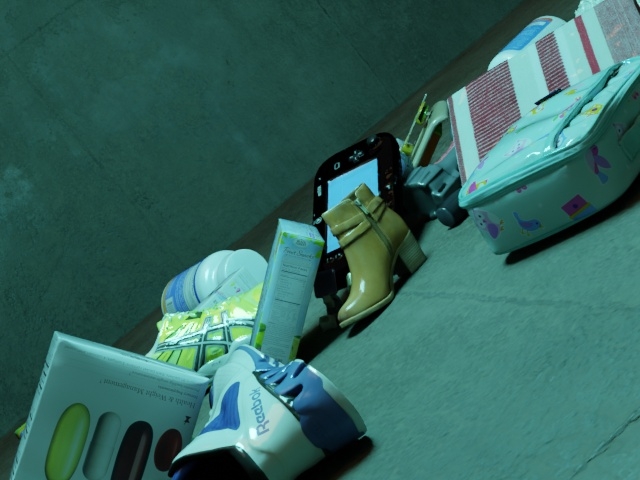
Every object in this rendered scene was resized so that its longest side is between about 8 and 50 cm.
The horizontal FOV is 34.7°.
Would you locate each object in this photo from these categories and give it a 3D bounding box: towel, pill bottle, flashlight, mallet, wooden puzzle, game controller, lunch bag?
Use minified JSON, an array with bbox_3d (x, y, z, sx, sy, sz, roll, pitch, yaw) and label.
[{"bbox_3d":[0.343,-0.216,1.522,0.329,0.037,0.237,-30,38,26],"label":"towel"},{"bbox_3d":[0.398,-0.329,1.971,0.221,0.124,0.124,-43,9,-33],"label":"pill bottle"},{"bbox_3d":[0.232,-0.148,1.813,0.304,0.103,0.103,-47,-15,-40],"label":"flashlight"},{"bbox_3d":[0.240,-0.058,1.515,0.062,0.039,0.190,-41,12,-23],"label":"mallet"},{"bbox_3d":[0.191,-0.153,2.004,0.238,0.044,0.221,-62,1,17],"label":"wooden puzzle"},{"bbox_3d":[0.060,-0.051,1.700,0.167,0.067,0.319,-18,41,18],"label":"game controller"},{"bbox_3d":[0.306,-0.113,1.242,0.224,0.108,0.279,-31,11,45],"label":"lunch bag"},{"bbox_3d":[-0.219,0.109,2.197,0.152,0.152,0.272,-45,10,-38],"label":"pill bottle"}]

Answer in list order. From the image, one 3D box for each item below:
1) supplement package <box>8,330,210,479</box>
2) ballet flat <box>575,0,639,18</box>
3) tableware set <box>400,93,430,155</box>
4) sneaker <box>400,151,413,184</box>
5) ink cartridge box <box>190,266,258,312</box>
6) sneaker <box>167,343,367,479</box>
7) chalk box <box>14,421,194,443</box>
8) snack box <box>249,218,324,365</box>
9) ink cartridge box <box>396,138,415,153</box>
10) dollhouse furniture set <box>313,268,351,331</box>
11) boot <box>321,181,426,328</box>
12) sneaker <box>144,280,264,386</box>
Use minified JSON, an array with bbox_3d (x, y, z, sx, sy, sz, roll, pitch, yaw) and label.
[{"bbox_3d":[-0.269,0.240,1.289,0.149,0.194,0.203,173,113,-74],"label":"supplement package"},{"bbox_3d":[0.564,-0.445,1.808,0.147,0.147,0.409,-39,11,-3],"label":"ballet flat"},{"bbox_3d":[0.183,-0.208,1.999,0.154,0.024,0.104,-66,-1,-47],"label":"tableware set"},{"bbox_3d":[0.079,-0.026,1.838,0.297,0.111,0.129,-56,-10,-29],"label":"sneaker"},{"bbox_3d":[-0.184,0.149,1.988,0.181,0.104,0.062,-46,10,-37],"label":"ink cartridge box"},{"bbox_3d":[-0.094,0.219,1.126,0.182,0.127,0.315,-40,9,-20],"label":"sneaker"},{"bbox_3d":[-0.336,0.301,1.561,0.180,0.179,0.289,-42,9,-22],"label":"chalk box"},{"bbox_3d":[-0.053,0.081,1.541,0.174,0.070,0.207,-115,37,-81],"label":"snack box"},{"bbox_3d":[0.143,-0.148,2.163,0.145,0.045,0.179,-62,-2,17],"label":"ink cartridge box"},{"bbox_3d":[0.058,0.093,1.570,0.114,0.091,0.081,-15,-29,12],"label":"dollhouse furniture set"},{"bbox_3d":[0.051,0.021,1.479,0.197,0.152,0.073,-45,11,-37],"label":"boot"},{"bbox_3d":[-0.202,0.169,1.811,0.385,0.147,0.145,-39,6,-12],"label":"sneaker"}]
